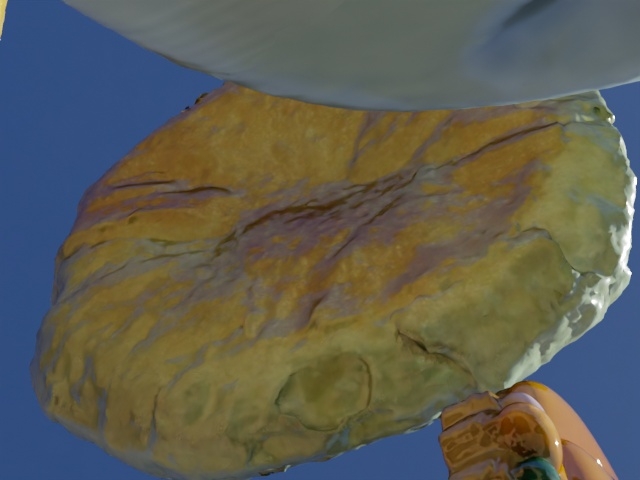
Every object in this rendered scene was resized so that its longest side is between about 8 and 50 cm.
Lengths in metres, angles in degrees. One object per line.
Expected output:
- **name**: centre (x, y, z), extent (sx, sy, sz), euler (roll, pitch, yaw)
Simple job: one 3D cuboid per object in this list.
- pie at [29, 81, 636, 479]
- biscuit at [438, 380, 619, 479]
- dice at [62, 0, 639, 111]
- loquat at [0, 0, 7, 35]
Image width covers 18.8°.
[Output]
- **pie**: centre (0.000, 0.000, 0.890), extent (0.306, 0.071, 0.306), euler (-17, -144, 13)
- **biscuit**: centre (0.096, 0.113, 0.661), extent (0.050, 0.170, 0.170), euler (-27, -107, 11)
- **dice**: centre (0.049, -0.197, 0.422), extent (0.268, 0.262, 0.264), euler (-24, -112, 28)
- **loquat**: centre (-0.183, -0.091, 0.554), extent (0.246, 0.213, 0.213), euler (-27, -111, 44)
